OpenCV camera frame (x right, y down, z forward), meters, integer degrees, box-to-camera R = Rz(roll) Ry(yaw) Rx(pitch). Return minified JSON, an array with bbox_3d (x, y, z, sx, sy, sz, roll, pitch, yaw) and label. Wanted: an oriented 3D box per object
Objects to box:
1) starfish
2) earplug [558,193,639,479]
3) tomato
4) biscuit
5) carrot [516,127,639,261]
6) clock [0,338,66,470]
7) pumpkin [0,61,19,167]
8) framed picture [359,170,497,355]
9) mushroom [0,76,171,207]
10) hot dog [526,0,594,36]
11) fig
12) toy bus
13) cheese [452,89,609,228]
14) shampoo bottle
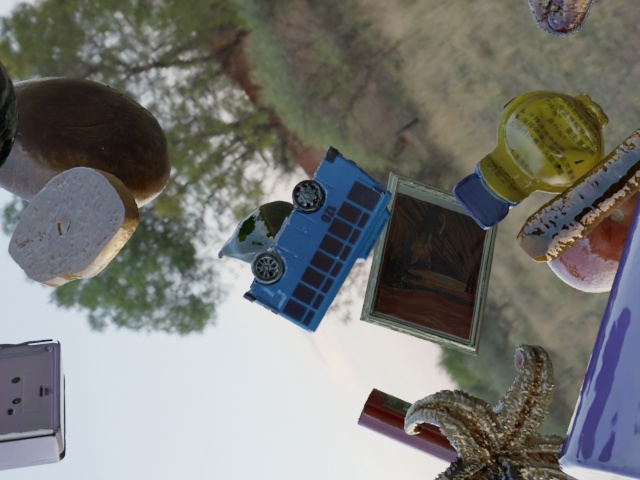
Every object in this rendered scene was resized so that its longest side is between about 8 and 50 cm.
[{"bbox_3d":[0.248,0.305,1.296,0.113,0.312,0.303,-144,42,-72],"label":"starfish"},{"bbox_3d":[0.376,0.023,0.872,0.215,0.456,0.215,17,166,4],"label":"earplug"},{"bbox_3d":[0.503,-0.007,1.741,0.208,0.208,0.184,57,158,18],"label":"tomato"},{"bbox_3d":[-0.295,-0.018,1.140,0.029,0.220,0.142,21,-121,-49],"label":"biscuit"},{"bbox_3d":[0.371,-0.087,1.175,0.066,0.314,0.066,36,-155,-20],"label":"carrot"},{"bbox_3d":[-0.443,0.234,1.373,0.193,0.144,0.073,-110,18,-52],"label":"clock"},{"bbox_3d":[-0.395,-0.121,0.929,0.202,0.202,0.140,51,-157,-48],"label":"pumpkin"},{"bbox_3d":[0.191,0.035,1.600,0.216,0.273,0.016,17,159,-14],"label":"framed picture"},{"bbox_3d":[-0.432,-0.168,1.690,0.345,0.239,0.345,29,-138,-29],"label":"mushroom"},{"bbox_3d":[0.312,-0.343,1.186,0.108,0.059,0.191,51,148,35],"label":"hot dog"},{"bbox_3d":[-0.114,-0.002,1.683,0.117,0.177,0.117,-16,-90,-72],"label":"fig"},{"bbox_3d":[0.000,0.000,1.028,0.106,0.185,0.090,30,180,2],"label":"toy bus"},{"bbox_3d":[0.286,-0.114,1.297,0.156,0.250,0.064,50,164,9],"label":"cheese"},{"bbox_3d":[0.228,0.386,1.891,0.314,0.076,0.118,21,-172,11],"label":"shampoo bottle"}]
